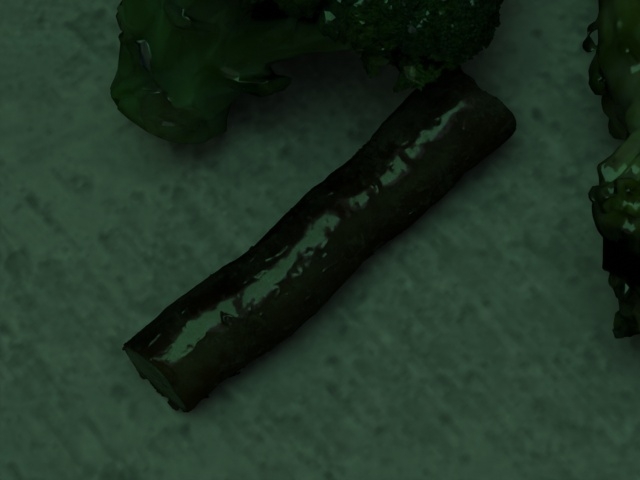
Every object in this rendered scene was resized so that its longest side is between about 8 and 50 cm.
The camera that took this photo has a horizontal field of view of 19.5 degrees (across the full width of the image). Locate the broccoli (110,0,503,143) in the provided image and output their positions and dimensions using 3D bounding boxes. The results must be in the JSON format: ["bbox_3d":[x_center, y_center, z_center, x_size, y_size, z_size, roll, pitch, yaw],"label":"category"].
[{"bbox_3d":[-0.023,-0.171,1.034,0.270,0.270,0.270,45,115,23],"label":"broccoli"}]

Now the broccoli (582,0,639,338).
[{"bbox_3d":[0.201,-0.085,1.013,0.165,0.145,0.304,-22,55,13],"label":"broccoli"}]

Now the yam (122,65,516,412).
[{"bbox_3d":[0.000,0.000,1.043,0.253,0.061,0.061,-41,67,-5],"label":"yam"}]
